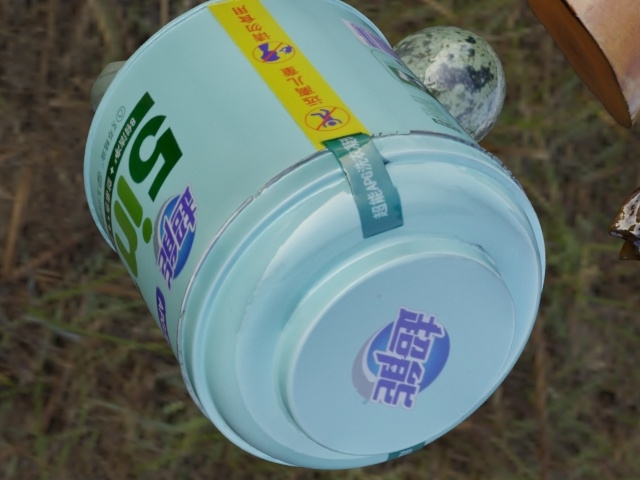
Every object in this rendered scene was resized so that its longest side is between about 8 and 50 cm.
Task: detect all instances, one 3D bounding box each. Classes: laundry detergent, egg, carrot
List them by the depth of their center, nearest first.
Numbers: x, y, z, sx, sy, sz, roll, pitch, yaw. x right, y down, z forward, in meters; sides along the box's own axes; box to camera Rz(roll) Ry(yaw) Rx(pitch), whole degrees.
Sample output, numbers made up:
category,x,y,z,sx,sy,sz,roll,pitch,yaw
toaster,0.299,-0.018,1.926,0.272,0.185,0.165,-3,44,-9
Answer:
category,x,y,z,sx,sy,sz,roll,pitch,yaw
laundry detergent,0.000,0.000,1.367,0.287,0.305,0.287,-14,128,-18
carrot,0.326,-0.295,1.805,0.331,0.214,0.193,-50,147,-8
egg,0.114,-0.146,1.866,0.132,0.172,0.132,29,39,-26

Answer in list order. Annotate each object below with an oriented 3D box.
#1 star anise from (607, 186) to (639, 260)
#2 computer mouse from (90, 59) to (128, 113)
category,x,y,z,sx,sy,sz,roll,pitch,yaw
star anise,0.297,-0.030,1.395,0.168,0.057,0.168,-14,142,-11
computer mouse,-0.079,-0.075,1.710,0.331,0.197,0.095,40,57,-42
